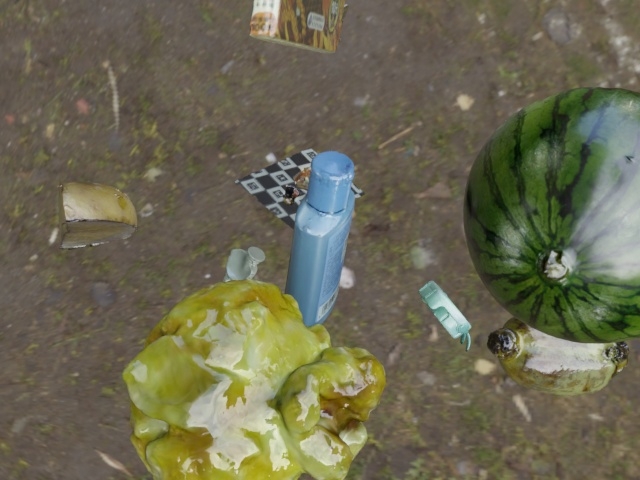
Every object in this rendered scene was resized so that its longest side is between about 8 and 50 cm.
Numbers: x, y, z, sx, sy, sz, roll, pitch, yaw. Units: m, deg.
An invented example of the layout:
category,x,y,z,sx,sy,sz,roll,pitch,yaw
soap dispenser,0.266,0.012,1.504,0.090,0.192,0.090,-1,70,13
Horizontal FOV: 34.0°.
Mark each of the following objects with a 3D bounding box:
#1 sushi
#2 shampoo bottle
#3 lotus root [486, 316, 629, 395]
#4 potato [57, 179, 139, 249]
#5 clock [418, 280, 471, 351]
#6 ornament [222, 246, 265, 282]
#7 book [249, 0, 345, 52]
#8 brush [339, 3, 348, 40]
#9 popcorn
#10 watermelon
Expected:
category,x,y,z,sx,sy,sz,roll,pitch,yaw
sushi,-0.037,-0.077,1.753,0.139,0.031,0.201,41,42,20
shampoo bottle,0.000,0.000,1.295,0.061,0.258,0.104,23,46,13
lotus root,0.476,0.224,2.152,0.309,0.173,0.173,10,79,-18
potato,-0.388,-0.055,1.820,0.138,0.243,0.098,-5,81,-17
clock,0.237,0.140,1.924,0.041,0.101,0.135,-39,103,2
ornament,-0.124,0.046,1.625,0.041,0.092,0.068,11,72,-34
book,0.003,-0.436,1.200,0.039,0.300,0.428,11,100,14
brush,0.021,-0.325,1.584,0.034,0.190,0.027,-11,90,-4
popcorn,-0.074,0.178,1.136,0.276,0.225,0.276,0,85,4
watermelon,0.329,-0.002,1.257,0.331,0.331,0.189,42,36,-12
